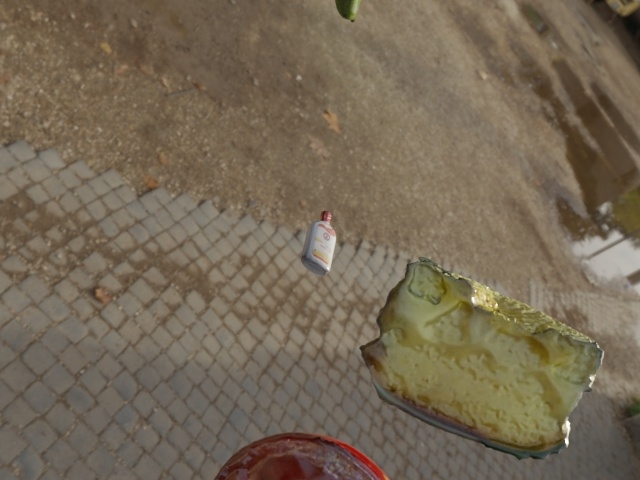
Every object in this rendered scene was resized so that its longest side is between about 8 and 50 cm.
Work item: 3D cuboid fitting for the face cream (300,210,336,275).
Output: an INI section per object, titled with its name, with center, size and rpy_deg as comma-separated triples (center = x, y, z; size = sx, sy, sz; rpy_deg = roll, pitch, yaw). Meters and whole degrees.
[face cream]
center = 0.000, 0.000, 0.781
size = 0.040, 0.021, 0.083
rpy_deg = 34, 47, -26

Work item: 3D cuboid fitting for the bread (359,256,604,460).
[bread]
center = 0.181, 0.132, 0.791
size = 0.252, 0.174, 0.133
rpy_deg = 22, 8, 6

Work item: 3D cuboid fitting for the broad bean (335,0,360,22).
[broad bean]
center = 0.075, -0.504, 1.037
size = 0.075, 0.325, 0.067
rpy_deg = -21, 45, -38

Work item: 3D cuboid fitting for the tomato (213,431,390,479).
[tomato]
center = -0.002, 0.299, 0.609
size = 0.139, 0.200, 0.233
rpy_deg = 37, 62, -63
